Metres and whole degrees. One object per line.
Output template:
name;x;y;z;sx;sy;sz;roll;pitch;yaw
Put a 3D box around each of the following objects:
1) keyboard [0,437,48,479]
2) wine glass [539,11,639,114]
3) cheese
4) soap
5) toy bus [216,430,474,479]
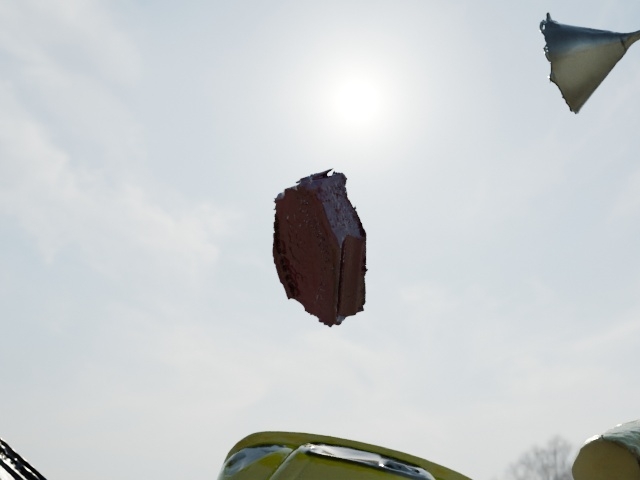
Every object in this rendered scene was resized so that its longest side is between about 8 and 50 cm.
keyboard;-0.288;0.201;0.688;0.250;0.017;0.087;48;-7;-10
wine glass;0.446;-0.287;1.081;0.232;0.156;0.156;-19;-32;32
cheese;0.452;0.316;1.125;0.167;0.093;0.123;-5;-28;-47
soap;0.000;0.000;1.478;0.182;0.289;0.112;24;34;37
toy bus;-0.013;0.238;0.293;0.144;0.330;0.152;12;-22;5
